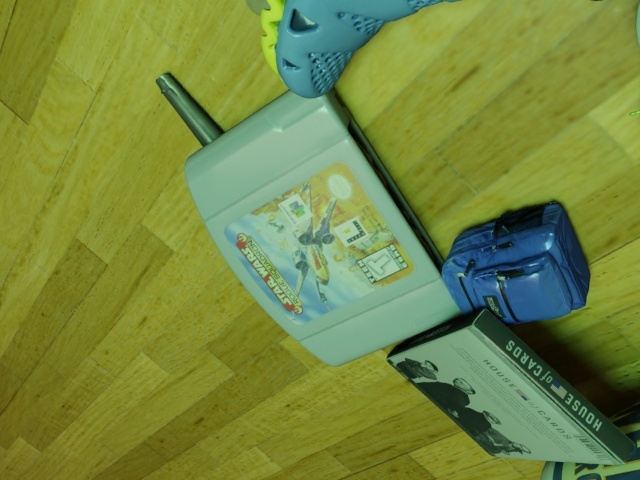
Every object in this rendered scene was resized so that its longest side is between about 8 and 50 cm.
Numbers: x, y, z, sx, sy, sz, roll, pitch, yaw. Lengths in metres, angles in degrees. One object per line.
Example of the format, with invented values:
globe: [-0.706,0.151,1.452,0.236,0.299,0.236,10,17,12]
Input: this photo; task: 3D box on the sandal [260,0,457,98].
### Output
sandal: [0.066,-0.214,0.417,0.138,0.126,0.317,40,133,0]

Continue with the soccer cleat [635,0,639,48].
soccer cleat: [0.343,-0.164,0.295,0.331,0.143,0.116,-7,92,26]

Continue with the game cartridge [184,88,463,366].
game cartridge: [0.000,0.000,0.632,0.198,0.062,0.297,-30,109,20]

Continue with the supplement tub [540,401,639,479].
supplement tub: [0.385,0.232,0.519,0.235,0.235,0.325,36,131,-2]

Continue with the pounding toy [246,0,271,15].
pounding toy: [-0.108,-0.269,0.485,0.181,0.094,0.206,-30,106,39]

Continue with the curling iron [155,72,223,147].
curling iron: [-0.096,-0.066,0.668,0.068,0.035,0.274,-22,112,36]

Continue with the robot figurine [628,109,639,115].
robot figurine: [0.295,-0.086,0.439,0.115,0.067,0.101,28,130,5]

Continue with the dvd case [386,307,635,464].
dvd case: [0.178,0.162,0.626,0.179,0.029,0.239,42,158,3]

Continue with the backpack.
backpack: [0.177,0.029,0.564,0.120,0.101,0.098,-14,110,37]
